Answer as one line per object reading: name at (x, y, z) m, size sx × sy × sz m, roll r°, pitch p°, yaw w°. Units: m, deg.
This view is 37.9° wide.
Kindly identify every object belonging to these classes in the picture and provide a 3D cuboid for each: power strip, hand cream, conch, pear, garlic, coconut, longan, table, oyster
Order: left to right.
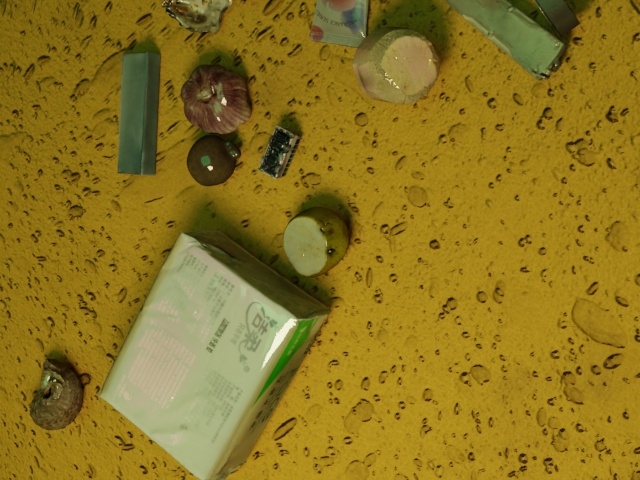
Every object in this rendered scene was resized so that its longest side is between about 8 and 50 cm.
conch at (-0.608, 0.343, 2.114) m, size 0.130 × 0.207 × 0.155 m, roll -29°, pitch 70°, yaw -23°
oyster at (-0.266, -0.496, 1.981) m, size 0.148 × 0.051 × 0.103 m, roll 19°, pitch 107°, yaw 1°
garlic at (-0.224, -0.297, 1.947) m, size 0.147 × 0.102 × 0.159 m, roll -40°, pitch 77°, yaw 20°
longan at (-0.223, -0.171, 1.956) m, size 0.119 × 0.106 × 0.106 m, roll -24°, pitch 83°, yaw 17°
pear at (0.000, 0.000, 1.868) m, size 0.141 × 0.104 × 0.141 m, roll 13°, pitch 109°, yaw 43°
hand cream at (0.056, -0.559, 1.842) m, size 0.125 × 0.078 × 0.340 m, roll 13°, pitch 102°, yaw 21°
coconut at (0.142, -0.335, 1.773) m, size 0.147 × 0.153 × 0.147 m, roll -4°, pitch 105°, yaw -16°
power strip at (0.335, -0.407, 1.737) m, size 0.286 × 0.048 × 0.080 m, roll 43°, pitch 105°, yaw 16°
table at (0.408, -0.428, 1.660) m, size 0.043 × 0.133 × 0.133 m, roll -34°, pitch 79°, yaw 19°

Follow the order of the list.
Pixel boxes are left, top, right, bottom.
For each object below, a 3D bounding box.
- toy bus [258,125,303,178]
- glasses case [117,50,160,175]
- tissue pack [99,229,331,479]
toy bus at (-0.081, -0.182, 1.916) m, size 0.052 × 0.058 × 0.102 m, roll 30°, pitch 108°, yaw 18°
glasses case at (-0.396, -0.278, 2.056) m, size 0.105 × 0.056 × 0.265 m, roll 8°, pitch 96°, yaw 47°
tissue pack at (-0.216, 0.228, 1.910) m, size 0.332 × 0.205 × 0.404 m, roll 34°, pitch 104°, yaw 18°
